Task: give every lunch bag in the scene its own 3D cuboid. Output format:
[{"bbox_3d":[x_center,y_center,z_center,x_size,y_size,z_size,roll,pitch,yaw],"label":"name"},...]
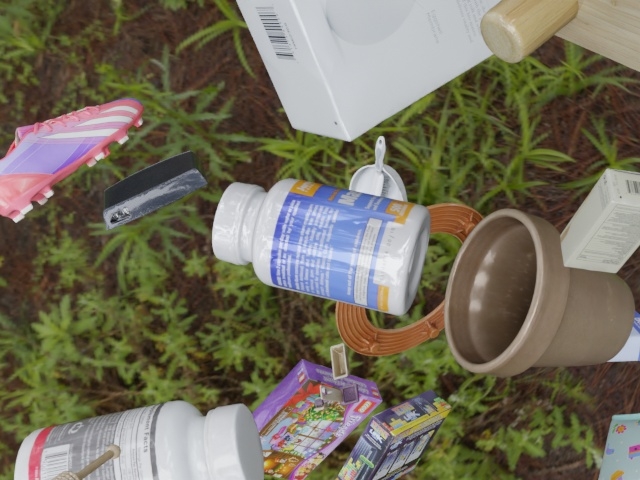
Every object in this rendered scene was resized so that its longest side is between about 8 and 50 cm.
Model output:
[{"bbox_3d":[0.650,0.424,1.692,0.262,0.223,0.160,-18,124,45],"label":"lunch bag"}]

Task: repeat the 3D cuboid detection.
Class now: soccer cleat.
[{"bbox_3d":[-0.319,-0.123,1.156,0.095,0.248,0.083,52,145,-11],"label":"soccer cleat"}]

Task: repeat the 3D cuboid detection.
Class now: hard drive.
[{"bbox_3d":[-0.394,-0.124,2.199,0.255,0.172,0.054,-25,117,0],"label":"hard drive"}]

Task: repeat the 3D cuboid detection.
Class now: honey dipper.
[{"bbox_3d":[-0.268,0.266,1.082,0.031,0.161,0.030,1,95,14],"label":"honey dipper"}]

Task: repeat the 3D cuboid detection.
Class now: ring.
[{"bbox_3d":[0.176,0.081,1.677,0.336,0.337,0.032,-57,46,17],"label":"ring"}]

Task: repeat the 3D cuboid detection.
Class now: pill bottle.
[{"bbox_3d":[-0.250,0.326,1.330,0.319,0.176,0.176,-13,87,9],"label":"pill bottle"},{"bbox_3d":[0.000,0.000,1.262,0.272,0.152,0.152,13,98,14],"label":"pill bottle"}]

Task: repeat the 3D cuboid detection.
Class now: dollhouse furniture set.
[{"bbox_3d":[0.007,0.251,1.749,0.091,0.081,0.114,-21,64,32],"label":"dollhouse furniture set"}]

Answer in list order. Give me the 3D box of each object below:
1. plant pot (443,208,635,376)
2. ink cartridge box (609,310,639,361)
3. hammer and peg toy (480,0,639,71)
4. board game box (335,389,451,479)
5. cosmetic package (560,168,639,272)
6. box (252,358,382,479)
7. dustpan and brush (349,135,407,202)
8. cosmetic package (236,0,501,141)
[{"bbox_3d":[0.355,0.102,1.475,0.263,0.229,0.263,-48,34,48],"label":"plant pot"},{"bbox_3d":[0.504,0.168,1.777,0.311,0.186,0.065,1,109,-6],"label":"ink cartridge box"},{"bbox_3d":[0.212,-0.153,0.413,0.127,0.266,0.361,-39,47,-14],"label":"hammer and peg toy"},{"bbox_3d":[0.112,0.312,1.435,0.048,0.170,0.141,39,117,27],"label":"board game box"},{"bbox_3d":[0.284,-0.017,0.913,0.060,0.115,0.041,8,55,-9],"label":"cosmetic package"},{"bbox_3d":[-0.039,0.382,1.951,0.293,0.201,0.057,-50,39,25],"label":"box"},{"bbox_3d":[0.129,-0.140,2.038,0.147,0.060,0.211,25,126,25],"label":"dustpan and brush"},{"bbox_3d":[0.046,-0.255,0.943,0.138,0.225,0.224,26,143,61],"label":"cosmetic package"}]
